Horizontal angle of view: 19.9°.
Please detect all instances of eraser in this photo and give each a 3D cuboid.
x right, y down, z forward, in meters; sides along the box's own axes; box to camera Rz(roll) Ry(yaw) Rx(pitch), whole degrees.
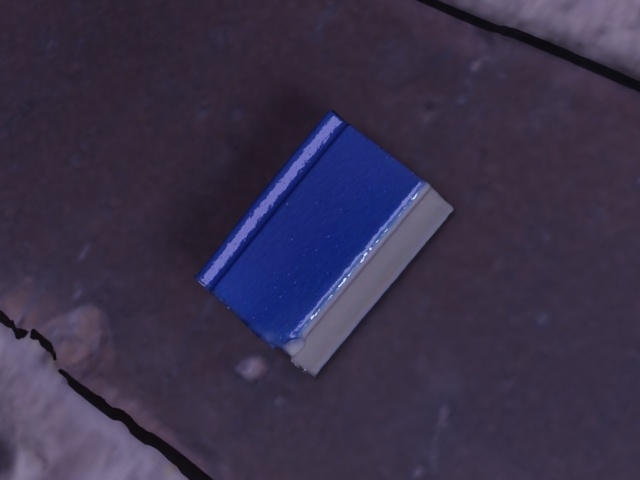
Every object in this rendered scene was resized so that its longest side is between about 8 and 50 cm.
[{"bbox_3d":[0.000,0.000,0.686,0.085,0.027,0.063,-51,50,0],"label":"eraser"}]
